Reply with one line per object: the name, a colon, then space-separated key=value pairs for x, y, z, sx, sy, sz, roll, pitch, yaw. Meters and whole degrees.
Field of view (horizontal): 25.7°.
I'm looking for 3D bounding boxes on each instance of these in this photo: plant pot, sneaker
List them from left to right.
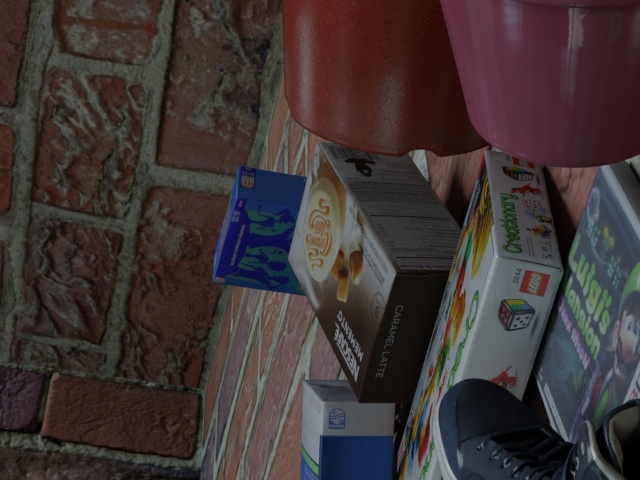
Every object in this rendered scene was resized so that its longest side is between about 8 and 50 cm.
plant pot: x=0.078 y=-0.228 z=1.172 sx=0.272 sy=0.272 sz=0.265 roll=-97 pitch=10 yaw=-61
sneaker: x=0.140 y=0.119 z=0.773 sx=0.226 sy=0.086 sz=0.163 roll=-123 pitch=30 yaw=-43
plant pot: x=0.152 y=-0.152 z=0.829 sx=0.201 sy=0.201 sz=0.180 roll=-92 pitch=-2 yaw=-51

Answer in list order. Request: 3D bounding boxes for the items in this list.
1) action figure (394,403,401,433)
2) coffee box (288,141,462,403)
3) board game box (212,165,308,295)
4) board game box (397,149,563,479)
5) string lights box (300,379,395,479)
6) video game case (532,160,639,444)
action figure: x=0.077 y=0.164 z=1.451 sx=0.038 sy=0.030 sz=0.115 roll=-88 pitch=14 yaw=-53
coffee box: x=0.058 y=0.026 z=1.315 sx=0.246 sy=0.098 sz=0.141 roll=-118 pitch=35 yaw=-54
board game box: x=0.000 y=0.000 z=1.507 sx=0.160 sy=0.210 sz=0.047 roll=109 pitch=165 yaw=-52
board game box: x=0.117 y=0.105 z=1.098 sx=0.193 sy=0.053 sz=0.305 roll=-82 pitch=5 yaw=-65
string lights box: x=0.022 y=0.278 z=1.415 sx=0.133 sy=0.076 sz=0.260 roll=-154 pitch=65 yaw=-80
video game case: x=0.183 y=0.064 z=0.893 sx=0.190 sy=0.022 sz=0.173 roll=-97 pitch=18 yaw=-61
